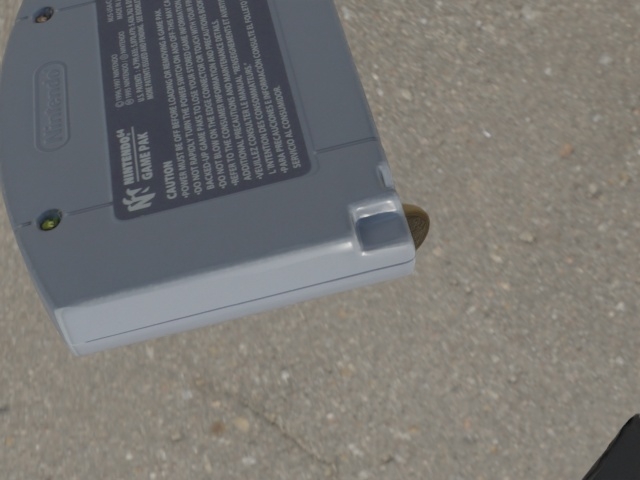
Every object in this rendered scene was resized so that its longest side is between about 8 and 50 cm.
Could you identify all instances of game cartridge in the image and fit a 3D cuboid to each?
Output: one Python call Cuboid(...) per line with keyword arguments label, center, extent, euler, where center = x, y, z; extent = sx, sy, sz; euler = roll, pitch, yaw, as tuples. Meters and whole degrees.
Cuboid(label="game cartridge", center=(-0.076, -0.071, 0.631), extent=(0.196, 0.294, 0.060), euler=(-11, 137, -3))

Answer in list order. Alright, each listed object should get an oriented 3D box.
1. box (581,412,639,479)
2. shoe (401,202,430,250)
Cuboid(label="box", center=(0.377, 0.409, 0.673), extent=(0.472, 0.480, 0.297), euler=(29, 99, -27))
Cuboid(label="shoe", center=(0.000, 0.000, 1.019), extent=(0.219, 0.058, 0.076), euler=(-15, 136, -30))
